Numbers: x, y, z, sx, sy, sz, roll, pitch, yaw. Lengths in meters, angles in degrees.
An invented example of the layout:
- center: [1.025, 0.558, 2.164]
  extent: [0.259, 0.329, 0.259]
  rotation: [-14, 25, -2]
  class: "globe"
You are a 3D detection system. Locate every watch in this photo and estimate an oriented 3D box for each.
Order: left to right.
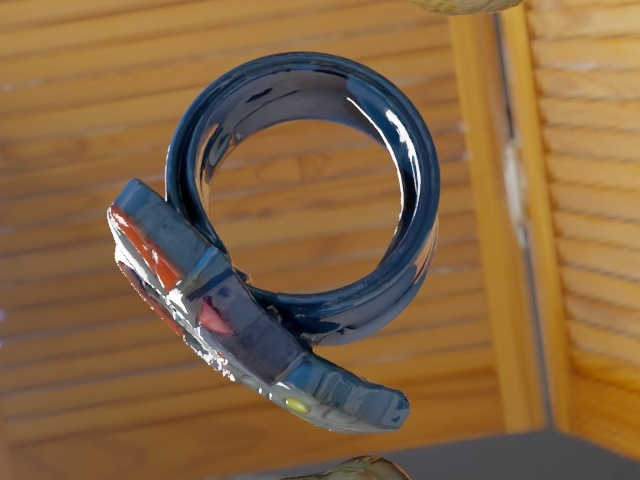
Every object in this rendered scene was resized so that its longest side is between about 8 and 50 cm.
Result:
- center: [0.000, 0.000, 1.357]
  extent: [0.274, 0.305, 0.241]
  rotation: [-50, 170, -12]
  class: "watch"

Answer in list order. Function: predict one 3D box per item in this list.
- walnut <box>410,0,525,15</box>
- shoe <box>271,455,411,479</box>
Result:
- center: [0.106, -0.263, 1.094]
  extent: [0.193, 0.193, 0.226]
  rotation: [-16, 161, -34]
  class: "walnut"
- center: [-0.012, 0.205, 1.000]
  extent: [0.098, 0.103, 0.275]
  rotation: [-20, 177, -31]
  class: "shoe"
